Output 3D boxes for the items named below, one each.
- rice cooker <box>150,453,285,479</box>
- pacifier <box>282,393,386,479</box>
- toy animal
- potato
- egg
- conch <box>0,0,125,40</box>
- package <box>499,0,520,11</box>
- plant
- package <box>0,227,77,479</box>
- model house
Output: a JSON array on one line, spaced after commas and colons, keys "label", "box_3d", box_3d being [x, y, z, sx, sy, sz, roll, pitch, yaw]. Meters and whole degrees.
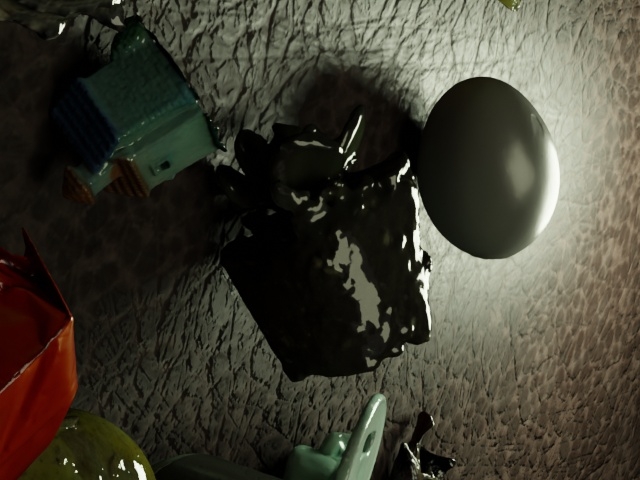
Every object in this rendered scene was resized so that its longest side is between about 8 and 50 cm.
[{"label": "rice cooker", "box_3d": [-0.078, 0.375, 1.506, 0.288, 0.277, 0.288, -22, 118, -49]}, {"label": "pacifier", "box_3d": [0.069, 0.363, 1.762, 0.288, 0.269, 0.343, 7, 103, -81]}, {"label": "toy animal", "box_3d": [0.109, 0.338, 2.008, 0.202, 0.070, 0.105, -53, 132, -21]}, {"label": "potato", "box_3d": [-0.242, 0.242, 1.328, 0.228, 0.148, 0.197, 56, 43, -48]}, {"label": "egg", "box_3d": [0.205, -0.092, 1.834, 0.176, 0.176, 0.232, -44, 130, -38]}, {"label": "conch", "box_3d": [-0.230, -0.272, 1.103, 0.313, 0.186, 0.241, 28, 55, -46]}, {"label": "package", "box_3d": [0.175, -0.381, 1.697, 0.090, 0.168, 0.226, -25, 134, 1]}, {"label": "plant", "box_3d": [0.000, 0.000, 1.552, 0.199, 0.188, 0.276, -28, 108, -41]}, {"label": "package", "box_3d": [-0.339, 0.179, 1.101, 0.423, 0.123, 0.196, -44, 161, -29]}, {"label": "model house", "box_3d": [-0.180, -0.095, 1.322, 0.148, 0.119, 0.148, -37, 163, -10]}]
